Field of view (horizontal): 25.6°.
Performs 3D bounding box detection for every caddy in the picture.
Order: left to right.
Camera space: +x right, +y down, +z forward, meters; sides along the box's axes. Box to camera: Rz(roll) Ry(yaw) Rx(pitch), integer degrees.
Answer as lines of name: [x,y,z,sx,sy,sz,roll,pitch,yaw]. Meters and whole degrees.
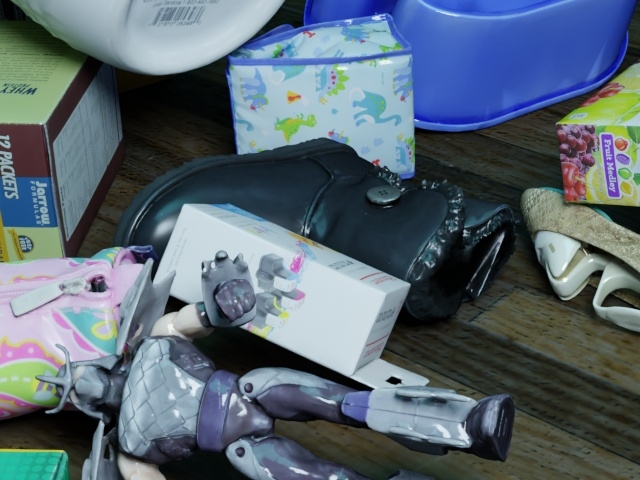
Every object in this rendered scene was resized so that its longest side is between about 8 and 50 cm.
caddy: [0.150,-0.231,1.338,0.341,0.179,0.241,-20,59,-26]

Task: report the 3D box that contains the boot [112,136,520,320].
boot: [0.000,0.000,1.036,0.246,0.094,0.207,-20,31,-37]

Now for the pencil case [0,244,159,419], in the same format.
pencil case: [-0.249,0.066,0.925,0.284,0.124,0.124,-4,31,0]

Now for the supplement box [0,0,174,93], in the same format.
supplement box: [-0.255,-0.263,1.405,0.129,0.191,0.194,-20,36,-25]

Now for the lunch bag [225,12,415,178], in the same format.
lunch bag: [-0.001,-0.113,1.193,0.151,0.129,0.096,-11,32,-10]

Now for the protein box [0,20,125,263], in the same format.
protein box: [-0.285,-0.082,1.161,0.199,0.136,0.201,2,31,7]

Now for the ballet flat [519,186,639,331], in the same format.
ballet flat: [0.206,0.020,1.018,0.067,0.073,0.206,-44,41,-17]

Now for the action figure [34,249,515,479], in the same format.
action figure: [-0.036,0.103,0.810,0.285,0.185,0.099,11,3,15]

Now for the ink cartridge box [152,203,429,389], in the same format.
ink cartridge box: [-0.006,0.037,0.928,0.181,0.061,0.104,24,7,10]

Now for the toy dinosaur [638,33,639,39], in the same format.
toy dinosaur: [0.356,-0.200,1.371,0.082,0.090,0.047,25,10,-14]

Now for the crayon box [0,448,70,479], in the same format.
crayon box: [-0.253,0.185,0.683,0.278,0.165,0.081,0,31,6]

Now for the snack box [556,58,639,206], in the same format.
snack box: [0.301,-0.082,1.005,0.207,0.070,0.174,6,29,36]

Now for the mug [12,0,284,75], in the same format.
mug: [-0.139,-0.303,1.159,0.374,0.276,0.328,2,47,-53]
